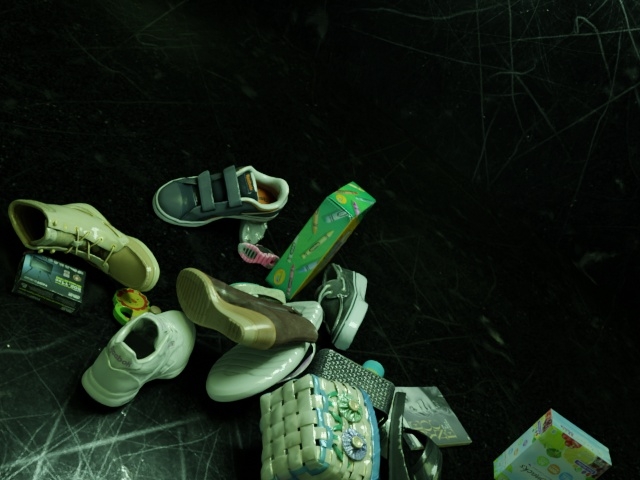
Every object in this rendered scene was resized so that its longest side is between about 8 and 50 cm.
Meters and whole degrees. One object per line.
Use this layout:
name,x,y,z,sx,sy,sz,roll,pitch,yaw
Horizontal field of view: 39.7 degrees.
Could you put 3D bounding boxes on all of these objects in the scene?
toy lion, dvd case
toy lion,-0.368,0.132,1.726,0.096,0.034,0.100,37,26,12
dvd case,0.243,0.409,2.061,0.221,0.018,0.164,8,40,-45

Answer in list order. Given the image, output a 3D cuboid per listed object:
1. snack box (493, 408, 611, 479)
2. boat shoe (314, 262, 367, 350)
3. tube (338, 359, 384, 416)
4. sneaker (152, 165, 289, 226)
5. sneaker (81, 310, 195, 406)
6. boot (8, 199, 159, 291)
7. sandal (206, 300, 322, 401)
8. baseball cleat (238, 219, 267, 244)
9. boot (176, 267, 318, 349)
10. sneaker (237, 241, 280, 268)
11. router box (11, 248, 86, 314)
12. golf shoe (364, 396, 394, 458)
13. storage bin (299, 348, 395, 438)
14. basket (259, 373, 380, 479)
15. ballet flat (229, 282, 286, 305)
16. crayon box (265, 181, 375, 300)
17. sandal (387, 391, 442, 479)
snack box,0.532,0.515,2.042,0.175,0.207,0.070,34,27,-6
boat shoe,0.037,0.155,2.121,0.119,0.121,0.335,27,17,-6
tube,0.084,0.340,1.947,0.080,0.052,0.207,33,34,5
sneaker,-0.227,-0.111,2.079,0.321,0.127,0.126,-4,68,-29
sneaker,-0.294,0.187,1.594,0.114,0.152,0.305,39,25,5
boot,-0.449,0.008,1.685,0.262,0.095,0.203,39,12,21
sandal,-0.085,0.240,1.814,0.416,0.170,0.102,-43,123,-59
baseball cleat,-0.178,-0.063,2.227,0.072,0.110,0.205,52,45,-35
boot,-0.147,0.137,1.738,0.207,0.090,0.248,7,23,-49
sneaker,-0.155,0.028,2.140,0.119,0.047,0.057,27,21,-36
router box,-0.499,0.076,1.636,0.123,0.038,0.092,25,30,-25
golf shoe,0.141,0.404,1.914,0.086,0.069,0.176,53,27,-15
storage bin,0.048,0.318,1.817,0.180,0.122,0.084,29,40,-8
basket,0.025,0.393,1.615,0.289,0.201,0.254,43,30,-43
ballet flat,-0.138,0.130,1.985,0.168,0.057,0.052,9,48,-44
crayon box,0.000,0.000,2.107,0.081,0.278,0.165,41,27,7
sandal,0.179,0.488,1.665,0.107,0.167,0.445,0,45,2
